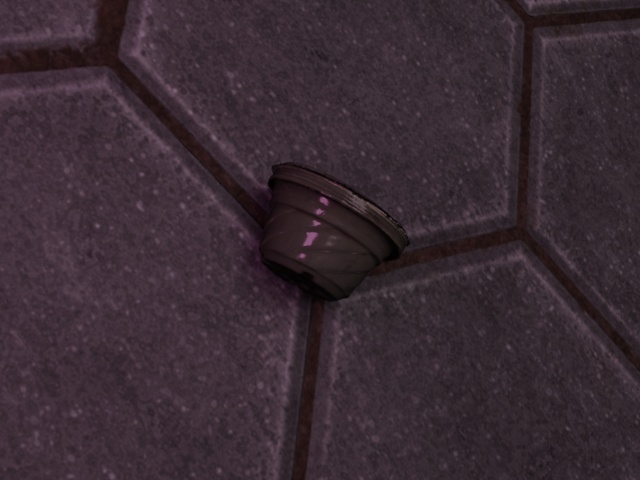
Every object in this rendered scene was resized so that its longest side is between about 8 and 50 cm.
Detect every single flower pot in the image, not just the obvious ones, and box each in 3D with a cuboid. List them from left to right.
[{"bbox_3d":[0.000,0.000,1.812,0.235,0.235,0.141,34,80,-21],"label":"flower pot"}]
